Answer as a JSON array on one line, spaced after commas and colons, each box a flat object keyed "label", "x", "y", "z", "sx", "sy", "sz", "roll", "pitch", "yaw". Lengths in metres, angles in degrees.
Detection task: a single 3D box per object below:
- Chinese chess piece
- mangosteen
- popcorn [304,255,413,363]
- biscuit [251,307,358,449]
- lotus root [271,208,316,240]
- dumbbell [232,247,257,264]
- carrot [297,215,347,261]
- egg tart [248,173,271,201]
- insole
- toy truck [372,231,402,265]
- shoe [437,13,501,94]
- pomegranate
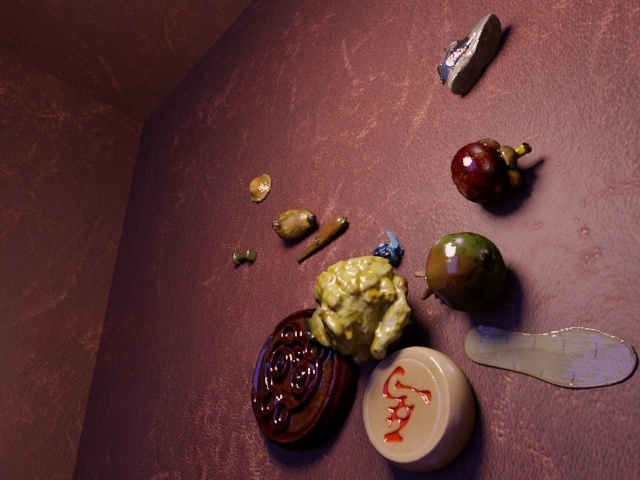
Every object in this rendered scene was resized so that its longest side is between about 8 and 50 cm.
[{"label": "Chinese chess piece", "x": 0.215, "y": 0.373, "z": 1.149, "sx": 0.273, "sy": 0.102, "sz": 0.273, "roll": -27, "pitch": 51, "yaw": 39}, {"label": "mangosteen", "x": 0.403, "y": -0.173, "z": 1.232, "sx": 0.181, "sy": 0.156, "sz": 0.146, "roll": -34, "pitch": 10, "yaw": -7}, {"label": "popcorn", "x": 0.102, "y": 0.179, "z": 1.276, "sx": 0.293, "sy": 0.236, "sz": 0.293, "roll": 177, "pitch": 90, "yaw": -78}, {"label": "biscuit", "x": -0.065, "y": 0.390, "z": 1.486, "sx": 0.407, "sy": 0.091, "sz": 0.408, "roll": -27, "pitch": 51, "yaw": 39}, {"label": "lotus root", "x": -0.076, "y": -0.060, "z": 1.768, "sx": 0.190, "sy": 0.094, "sz": 0.108, "roll": -12, "pitch": 81, "yaw": 37}, {"label": "dumbbell", "x": -0.296, "y": 0.062, "z": 1.990, "sx": 0.118, "sy": 0.046, "sz": 0.052, "roll": -15, "pitch": 64, "yaw": 46}, {"label": "carrot", "x": 0.000, "y": 0.000, "z": 1.681, "sx": 0.254, "sy": 0.049, "sz": 0.049, "roll": -43, "pitch": 41, "yaw": 32}, {"label": "egg tart", "x": -0.252, "y": -0.221, "z": 2.102, "sx": 0.128, "sy": 0.049, "sz": 0.129, "roll": -26, "pitch": 51, "yaw": 37}, {"label": "insole", "x": 0.444, "y": 0.226, "z": 1.038, "sx": 0.348, "sy": 0.009, "sz": 0.119, "roll": -2, "pitch": 69, "yaw": 49}, {"label": "toy truck", "x": 0.193, "y": 0.019, "z": 1.430, "sx": 0.073, "sy": 0.056, "sz": 0.090, "roll": 2, "pitch": 57, "yaw": 46}, {"label": "shoe", "x": 0.410, "y": -0.529, "z": 1.448, "sx": 0.228, "sy": 0.099, "sz": 0.125, "roll": -59, "pitch": 40, "yaw": 13}, {"label": "pomegranate", "x": 0.307, "y": 0.078, "z": 1.169, "sx": 0.224, "sy": 0.181, "sz": 0.182, "roll": -34, "pitch": 44, "yaw": 56}]
